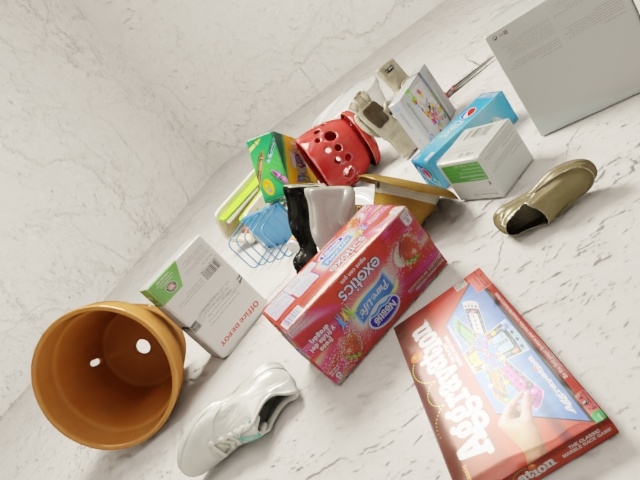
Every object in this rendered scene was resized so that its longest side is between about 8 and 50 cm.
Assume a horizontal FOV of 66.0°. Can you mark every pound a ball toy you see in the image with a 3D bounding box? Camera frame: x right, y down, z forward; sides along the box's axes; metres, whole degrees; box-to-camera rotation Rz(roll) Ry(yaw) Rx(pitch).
[{"bbox_3d":[-0.179,-0.094,1.567,0.208,0.136,0.319,4,43,28],"label":"pound a ball toy"}]

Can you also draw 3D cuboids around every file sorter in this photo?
[{"bbox_3d":[-0.144,-0.007,1.292,0.170,0.118,0.105,-19,32,47],"label":"file sorter"}]

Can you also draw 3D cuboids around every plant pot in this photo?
[{"bbox_3d":[0.053,-0.234,1.305,0.174,0.191,0.191,-35,20,1],"label":"plant pot"},{"bbox_3d":[-0.413,0.257,1.044,0.290,0.291,0.203,-39,3,6],"label":"plant pot"}]

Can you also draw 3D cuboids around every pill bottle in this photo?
[{"bbox_3d":[-0.046,-0.009,1.221,0.043,0.043,0.083,-17,31,48],"label":"pill bottle"}]

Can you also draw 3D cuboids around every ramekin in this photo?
[{"bbox_3d":[0.111,-0.420,1.670,0.272,0.127,0.273,-35,21,16],"label":"ramekin"}]

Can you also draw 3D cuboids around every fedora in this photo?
[{"bbox_3d":[0.149,-0.067,0.886,0.194,0.194,0.079,-152,73,-69],"label":"fedora"}]

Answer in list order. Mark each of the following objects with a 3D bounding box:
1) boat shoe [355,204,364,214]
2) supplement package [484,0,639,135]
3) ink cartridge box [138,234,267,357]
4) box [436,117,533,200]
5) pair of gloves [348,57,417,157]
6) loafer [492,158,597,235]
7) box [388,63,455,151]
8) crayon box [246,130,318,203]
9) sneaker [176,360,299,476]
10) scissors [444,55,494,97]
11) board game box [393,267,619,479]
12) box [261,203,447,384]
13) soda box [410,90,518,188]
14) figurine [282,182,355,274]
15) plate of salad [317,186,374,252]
[{"bbox_3d":[0.079,-0.015,0.955,0.060,0.064,0.178,-16,40,2],"label":"boat shoe"},{"bbox_3d":[0.413,-0.326,0.811,0.194,0.203,0.149,-24,26,38],"label":"supplement package"},{"bbox_3d":[-0.249,0.123,1.065,0.160,0.219,0.092,-51,19,-27],"label":"ink cartridge box"},{"bbox_3d":[0.276,-0.133,0.830,0.102,0.087,0.101,-49,21,-19],"label":"box"},{"bbox_3d":[0.192,-0.336,1.258,0.240,0.204,0.042,-54,2,-27],"label":"pair of gloves"},{"bbox_3d":[0.303,-0.050,0.662,0.148,0.056,0.050,-42,18,30],"label":"loafer"},{"bbox_3d":[0.247,-0.316,1.178,0.038,0.145,0.186,-20,28,47],"label":"box"},{"bbox_3d":[-0.092,-0.193,1.350,0.081,0.166,0.278,-17,1,17],"label":"crayon box"},{"bbox_3d":[-0.121,0.277,0.733,0.212,0.080,0.094,-44,32,-11],"label":"sneaker"},{"bbox_3d":[0.354,-0.403,1.356,0.297,0.021,0.109,-31,20,23],"label":"scissors"},{"bbox_3d":[0.172,0.139,0.542,0.145,0.027,0.281,-39,20,11],"label":"board game box"},{"bbox_3d":[0.051,0.072,0.760,0.257,0.123,0.128,-46,21,-13],"label":"box"},{"bbox_3d":[0.285,-0.200,0.975,0.210,0.071,0.067,-43,21,-5],"label":"soda box"},{"bbox_3d":[0.000,0.000,0.942,0.092,0.210,0.215,-5,10,-20],"label":"figurine"},{"bbox_3d":[0.059,-0.040,1.078,0.199,0.048,0.200,-18,43,17],"label":"plate of salad"}]
